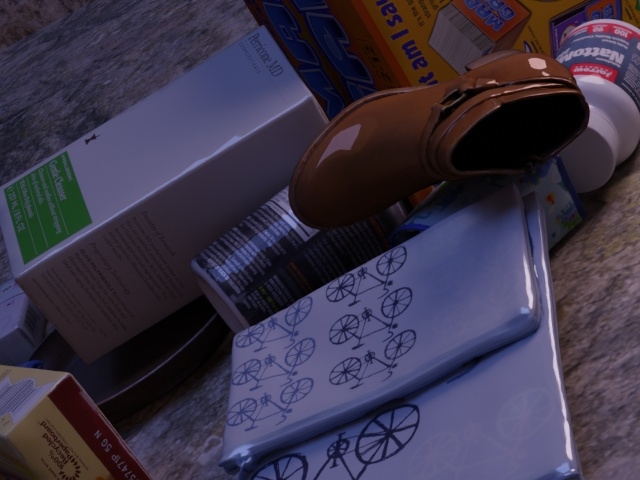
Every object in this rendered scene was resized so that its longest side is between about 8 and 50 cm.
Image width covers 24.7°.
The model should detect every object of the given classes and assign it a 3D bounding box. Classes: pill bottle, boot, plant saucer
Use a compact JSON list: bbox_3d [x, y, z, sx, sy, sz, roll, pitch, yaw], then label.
[{"bbox_3d":[0.000,0.000,1.488,0.246,0.130,0.130,-37,23,-11],"label":"pill bottle"},{"bbox_3d":[0.266,-0.129,1.428,0.108,0.108,0.180,-17,28,34],"label":"pill bottle"},{"bbox_3d":[0.104,-0.075,1.308,0.283,0.109,0.220,-24,16,2],"label":"boot"},{"bbox_3d":[-0.207,0.112,1.643,0.311,0.050,0.310,-28,24,13],"label":"plant saucer"}]

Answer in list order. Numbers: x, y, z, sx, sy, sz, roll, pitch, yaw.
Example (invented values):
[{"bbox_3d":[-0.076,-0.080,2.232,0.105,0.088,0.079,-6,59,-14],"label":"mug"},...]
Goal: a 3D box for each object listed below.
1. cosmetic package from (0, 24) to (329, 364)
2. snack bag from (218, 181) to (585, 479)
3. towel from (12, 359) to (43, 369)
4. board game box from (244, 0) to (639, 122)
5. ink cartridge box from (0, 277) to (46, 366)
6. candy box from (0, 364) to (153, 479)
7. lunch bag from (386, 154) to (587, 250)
[{"bbox_3d":[-0.157,-0.053,1.610,0.366,0.155,0.197,-33,36,0],"label":"cosmetic package"},{"bbox_3d":[0.049,0.129,1.186,0.323,0.037,0.342,-28,34,22],"label":"snack bag"},{"bbox_3d":[-0.437,0.236,1.652,0.285,0.034,0.209,-22,26,48],"label":"towel"},{"bbox_3d":[0.129,-0.329,1.688,0.356,0.356,0.356,-38,23,-12],"label":"board game box"},{"bbox_3d":[-0.467,0.146,1.914,0.232,0.066,0.189,-27,23,5],"label":"ink cartridge box"},{"bbox_3d":[-0.287,0.207,1.376,0.087,0.183,0.316,-45,25,-29],"label":"candy box"},{"bbox_3d":[0.150,-0.022,1.379,0.129,0.096,0.151,-43,34,-22],"label":"lunch bag"}]
